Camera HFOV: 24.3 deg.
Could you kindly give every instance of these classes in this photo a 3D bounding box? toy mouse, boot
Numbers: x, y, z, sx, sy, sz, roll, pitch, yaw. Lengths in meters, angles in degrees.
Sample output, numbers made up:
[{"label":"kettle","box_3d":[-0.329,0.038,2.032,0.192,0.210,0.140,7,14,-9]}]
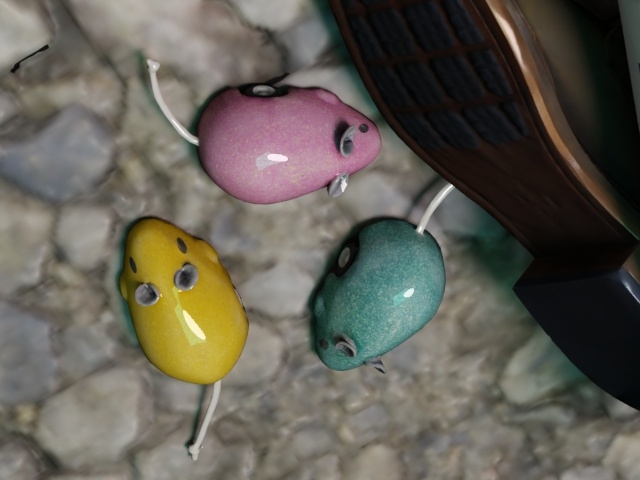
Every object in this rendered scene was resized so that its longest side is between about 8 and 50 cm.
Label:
[{"label":"toy mouse","box_3d":[0.000,0.000,0.506,0.143,0.031,0.161,-19,120,-1]},{"label":"boot","box_3d":[0.084,-0.058,0.479,0.106,0.082,0.219,-44,113,-25]}]

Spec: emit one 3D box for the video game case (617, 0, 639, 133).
[{"label":"video game case","box_3d":[0.241,-0.080,0.449,0.329,0.036,0.300,-22,115,-15]}]
